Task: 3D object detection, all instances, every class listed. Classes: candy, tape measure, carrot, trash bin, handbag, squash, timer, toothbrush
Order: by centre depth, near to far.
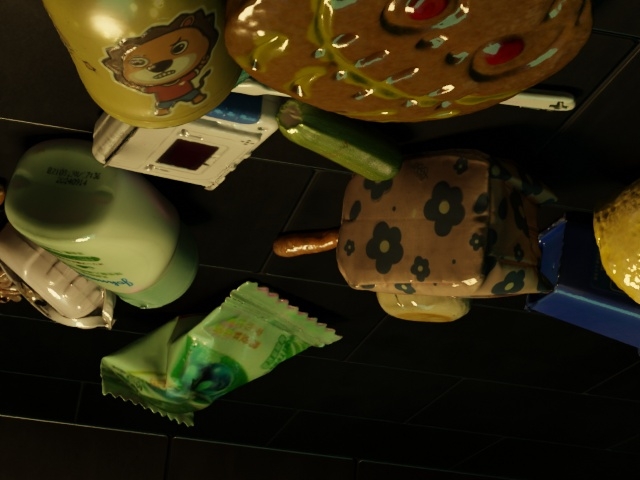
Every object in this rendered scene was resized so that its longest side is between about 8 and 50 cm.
[{"bbox_3d":[0.083,-0.169,1.660,0.417,0.040,0.042,6,160,-2],"label":"toothbrush"},{"bbox_3d":[0.027,-0.121,1.755,0.066,0.066,0.229,-7,164,33],"label":"squash"},{"bbox_3d":[-0.165,-0.133,1.777,0.178,0.078,0.253,12,160,-20],"label":"timer"},{"bbox_3d":[0.172,-0.013,1.883,0.251,0.190,0.193,-2,168,43],"label":"handbag"},{"bbox_3d":[0.419,0.064,2.083,0.234,0.163,0.184,15,160,-11],"label":"trash bin"},{"bbox_3d":[0.001,0.001,2.191,0.165,0.036,0.035,-8,157,28],"label":"carrot"},{"bbox_3d":[-0.405,0.039,2.203,0.236,0.120,0.197,35,168,39],"label":"tape measure"},{"bbox_3d":[-0.179,0.197,2.630,0.398,0.172,0.263,-25,151,34],"label":"candy"}]

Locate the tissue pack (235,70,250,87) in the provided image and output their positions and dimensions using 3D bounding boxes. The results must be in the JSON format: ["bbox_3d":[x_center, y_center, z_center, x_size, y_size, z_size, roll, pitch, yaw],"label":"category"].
[{"bbox_3d":[-0.114,-0.203,1.568,0.085,0.079,0.111,-25,178,-28],"label":"tissue pack"}]

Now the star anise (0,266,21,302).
[{"bbox_3d":[-0.553,0.058,2.475,0.171,0.063,0.208,-3,156,12],"label":"star anise"}]

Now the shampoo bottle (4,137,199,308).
[{"bbox_3d":[-0.284,-0.012,2.048,0.221,0.151,0.349,8,164,21],"label":"shampoo bottle"}]

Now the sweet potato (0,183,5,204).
[{"bbox_3d":[-0.529,-0.036,2.197,0.057,0.057,0.264,14,158,-24],"label":"sweet potato"}]

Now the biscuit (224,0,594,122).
[{"bbox_3d":[0.105,-0.209,1.369,0.350,0.070,0.394,-28,153,37],"label":"biscuit"}]

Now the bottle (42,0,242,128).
[{"bbox_3d":[-0.175,-0.243,1.309,0.171,0.172,0.351,3,161,7],"label":"bottle"}]

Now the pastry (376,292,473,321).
[{"bbox_3d":[0.166,0.079,2.289,0.156,0.092,0.156,7,169,2],"label":"pastry"}]

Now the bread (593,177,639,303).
[{"bbox_3d":[0.443,-0.008,1.832,0.197,0.197,0.170,13,146,-21],"label":"bread"}]
